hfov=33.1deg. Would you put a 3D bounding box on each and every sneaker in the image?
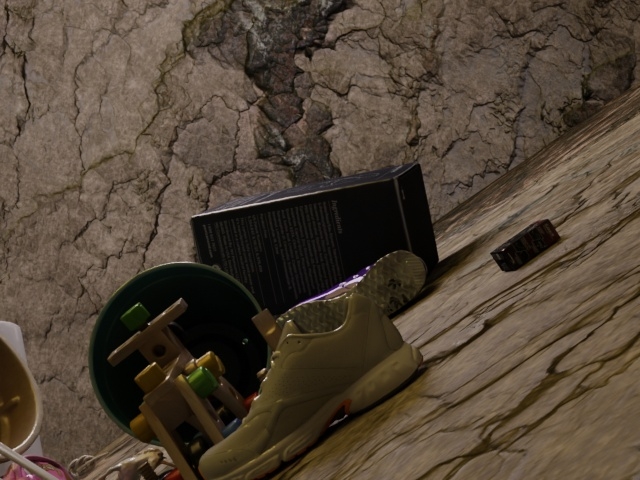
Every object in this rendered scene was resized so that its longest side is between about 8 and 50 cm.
[{"bbox_3d":[0.056,0.114,1.809,0.293,0.102,0.146,-29,-3,12],"label":"sneaker"},{"bbox_3d":[-0.029,0.153,1.133,0.262,0.121,0.099,-34,-1,0],"label":"sneaker"}]

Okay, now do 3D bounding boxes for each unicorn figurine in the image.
[{"bbox_3d":[-0.304,0.373,1.704,0.111,0.060,0.162,-35,1,-26],"label":"unicorn figurine"}]

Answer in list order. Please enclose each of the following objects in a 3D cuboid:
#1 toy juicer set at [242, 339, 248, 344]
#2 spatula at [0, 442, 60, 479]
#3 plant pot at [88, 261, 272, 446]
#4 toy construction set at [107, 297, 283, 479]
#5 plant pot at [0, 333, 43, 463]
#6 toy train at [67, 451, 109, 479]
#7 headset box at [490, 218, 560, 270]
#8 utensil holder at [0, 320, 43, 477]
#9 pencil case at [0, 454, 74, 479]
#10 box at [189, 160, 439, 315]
[{"bbox_3d":[-0.215,0.220,2.179,0.329,0.209,0.089,-34,-16,-16],"label":"toy juicer set"},{"bbox_3d":[-0.383,0.335,1.391,0.019,0.242,0.168,-65,-9,21],"label":"spatula"},{"bbox_3d":[-0.195,0.191,1.686,0.272,0.271,0.255,-34,-13,-3],"label":"plant pot"},{"bbox_3d":[-0.156,0.168,1.361,0.309,0.237,0.257,-34,0,30],"label":"toy construction set"},{"bbox_3d":[-0.633,0.287,1.573,0.305,0.334,0.334,-48,-4,19],"label":"plant pot"},{"bbox_3d":[-0.523,0.510,2.192,0.248,0.105,0.143,-29,-18,-7],"label":"toy train"},{"bbox_3d":[0.268,0.004,1.396,0.083,0.032,0.062,-33,1,-7],"label":"headset box"},{"bbox_3d":[-0.670,0.365,1.948,0.328,0.385,0.327,-11,-12,-2],"label":"utensil holder"},{"bbox_3d":[-0.507,0.454,1.523,0.386,0.160,0.167,-33,1,11],"label":"pencil case"},{"bbox_3d":[0.000,0.000,2.044,0.396,0.212,0.293,-11,6,16],"label":"box"}]
